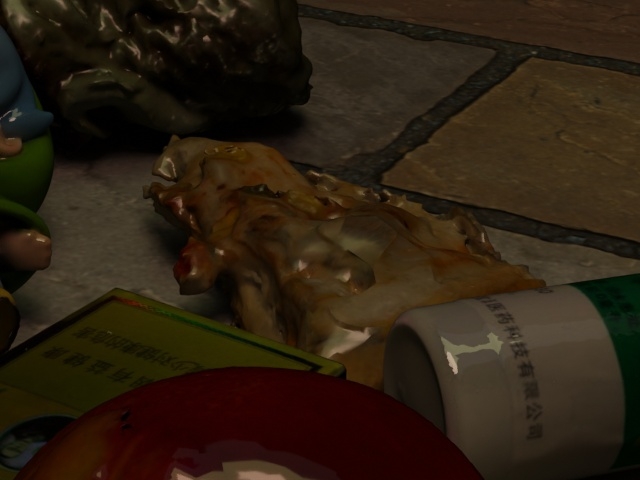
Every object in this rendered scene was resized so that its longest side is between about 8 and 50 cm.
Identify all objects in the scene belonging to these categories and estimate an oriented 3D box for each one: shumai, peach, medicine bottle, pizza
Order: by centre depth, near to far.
[{"bbox_3d":[-0.017,0.129,0.494,0.197,0.197,0.197,1,26,-1],"label":"peach"},{"bbox_3d":[0.164,0.060,0.735,0.260,0.095,0.095,-7,27,-19],"label":"medicine bottle"},{"bbox_3d":[0.000,0.001,0.874,0.189,0.071,0.297,-11,28,-23],"label":"pizza"},{"bbox_3d":[-0.145,-0.144,1.092,0.256,0.189,0.218,37,58,27],"label":"shumai"}]

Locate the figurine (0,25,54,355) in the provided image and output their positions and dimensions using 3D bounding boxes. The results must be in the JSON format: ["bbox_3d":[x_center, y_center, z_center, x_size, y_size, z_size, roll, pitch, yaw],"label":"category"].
[{"bbox_3d":[-0.227,-0.033,0.870,0.162,0.143,0.263,-12,45,-10],"label":"figurine"}]

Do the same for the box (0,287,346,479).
[{"bbox_3d":[-0.104,0.102,0.665,0.141,0.064,0.220,18,31,28],"label":"box"}]
